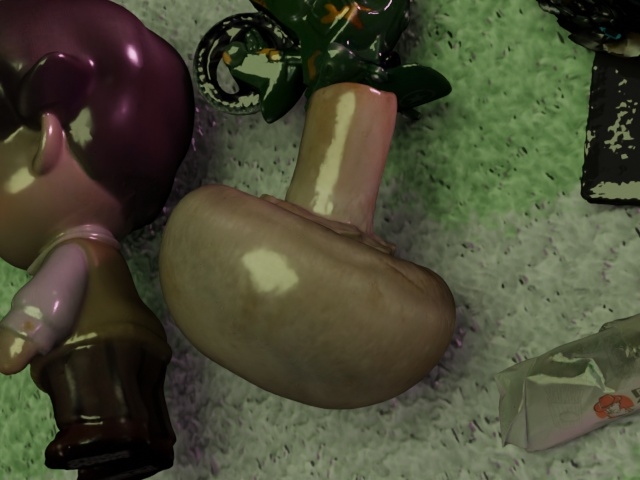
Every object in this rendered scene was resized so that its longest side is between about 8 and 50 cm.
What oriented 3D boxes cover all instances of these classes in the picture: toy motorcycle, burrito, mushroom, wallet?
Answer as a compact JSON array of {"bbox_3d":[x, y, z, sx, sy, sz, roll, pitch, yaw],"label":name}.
[{"bbox_3d":[0.035,-0.193,1.161,0.187,0.125,0.274,26,86,19],"label":"toy motorcycle"},{"bbox_3d":[0.205,0.078,1.049,0.203,0.064,0.064,-27,67,21],"label":"burrito"},{"bbox_3d":[0.000,0.000,1.083,0.207,0.207,0.215,17,91,29],"label":"mushroom"},{"bbox_3d":[0.248,-0.140,1.096,0.124,0.025,0.244,1,76,26],"label":"wallet"}]

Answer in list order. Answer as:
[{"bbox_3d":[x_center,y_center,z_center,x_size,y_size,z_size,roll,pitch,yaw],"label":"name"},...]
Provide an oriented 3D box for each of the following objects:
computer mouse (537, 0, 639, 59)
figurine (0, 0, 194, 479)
[{"bbox_3d":[0.224,-0.193,1.064,0.242,0.077,0.146,16,85,29],"label":"computer mouse"},{"bbox_3d":[-0.197,-0.006,1.175,0.206,0.218,0.365,-8,70,24],"label":"figurine"}]
